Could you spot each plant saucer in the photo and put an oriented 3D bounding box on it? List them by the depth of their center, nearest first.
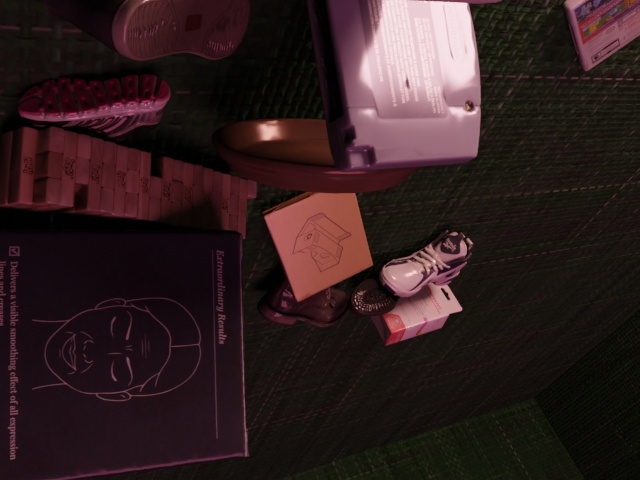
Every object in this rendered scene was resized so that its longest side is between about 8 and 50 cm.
[{"bbox_3d":[0.000,-0.114,0.849,0.278,0.278,0.041,-9,115,-28],"label":"plant saucer"}]

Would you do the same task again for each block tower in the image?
[{"bbox_3d":[-0.236,-0.063,0.864,0.091,0.097,0.336,-3,172,41],"label":"block tower"}]

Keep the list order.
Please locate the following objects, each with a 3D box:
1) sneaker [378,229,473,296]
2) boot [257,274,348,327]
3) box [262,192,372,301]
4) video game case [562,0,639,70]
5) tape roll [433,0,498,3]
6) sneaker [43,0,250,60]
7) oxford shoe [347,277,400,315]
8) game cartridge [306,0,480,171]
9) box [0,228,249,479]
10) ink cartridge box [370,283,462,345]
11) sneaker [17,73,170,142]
[{"bbox_3d":[0.242,0.038,1.419,0.235,0.094,0.153,-1,139,-37],"label":"sneaker"},{"bbox_3d":[0.014,0.067,1.301,0.263,0.091,0.229,1,132,-48],"label":"boot"},{"bbox_3d":[0.000,0.000,1.164,0.165,0.021,0.201,-26,127,-12],"label":"box"},{"bbox_3d":[0.494,-0.383,1.045,0.201,0.023,0.183,-34,148,15],"label":"video game case"},{"bbox_3d":[0.116,-0.352,0.556,0.100,0.286,0.286,-9,145,-27],"label":"tape roll"},{"bbox_3d":[-0.173,-0.252,0.701,0.222,0.118,0.083,-30,144,-58],"label":"sneaker"},{"bbox_3d":[0.112,0.130,1.422,0.096,0.082,0.227,-37,168,28],"label":"oxford shoe"},{"bbox_3d":[0.086,-0.228,0.739,0.198,0.296,0.062,-6,176,-33],"label":"game cartridge"},{"bbox_3d":[-0.313,0.140,0.851,0.396,0.293,0.212,1,174,-23],"label":"box"},{"bbox_3d":[0.224,0.164,1.570,0.198,0.115,0.067,-13,146,-20],"label":"ink cartridge box"},{"bbox_3d":[-0.265,-0.151,0.782,0.171,0.063,0.074,-11,150,-20],"label":"sneaker"}]
